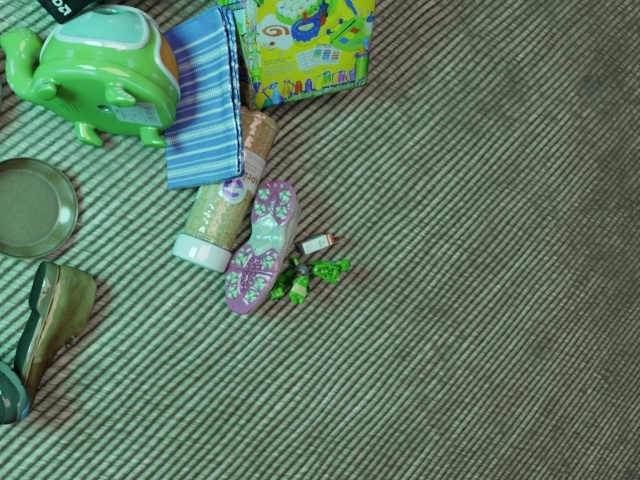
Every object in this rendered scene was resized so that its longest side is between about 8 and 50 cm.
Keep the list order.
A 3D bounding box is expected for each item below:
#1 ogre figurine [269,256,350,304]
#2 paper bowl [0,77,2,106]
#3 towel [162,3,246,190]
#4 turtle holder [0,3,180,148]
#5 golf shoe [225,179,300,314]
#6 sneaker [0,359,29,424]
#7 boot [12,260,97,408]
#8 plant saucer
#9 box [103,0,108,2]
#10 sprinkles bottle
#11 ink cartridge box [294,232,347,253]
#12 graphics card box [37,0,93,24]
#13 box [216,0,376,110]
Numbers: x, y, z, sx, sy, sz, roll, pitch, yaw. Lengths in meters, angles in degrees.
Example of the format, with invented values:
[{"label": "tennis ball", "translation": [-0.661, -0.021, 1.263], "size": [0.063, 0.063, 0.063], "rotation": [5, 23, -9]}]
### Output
[{"label": "ogre figurine", "translation": [-0.037, 0.084, 1.213], "size": [0.197, 0.118, 0.097], "rotation": [-41, 108, -15]}, {"label": "paper bowl", "translation": [-0.741, -0.293, 0.926], "size": [0.284, 0.148, 0.284], "rotation": [0, 90, -20]}, {"label": "towel", "translation": [-0.257, -0.283, 1.072], "size": [0.040, 0.243, 0.336], "rotation": [-7, 93, -52]}, {"label": "turtle holder", "translation": [-0.430, -0.324, 1.023], "size": [0.243, 0.320, 0.227], "rotation": [37, 55, -60]}, {"label": "golf shoe", "translation": [-0.115, 0.024, 1.171], "size": [0.115, 0.140, 0.306], "rotation": [19, 82, 18]}, {"label": "sneaker", "translation": [-0.685, 0.248, 0.910], "size": [0.341, 0.140, 0.125], "rotation": [27, 113, -2]}, {"label": "boot", "translation": [-0.532, 0.200, 1.035], "size": [0.115, 0.112, 0.305], "rotation": [18, 88, -41]}, {"label": "plant saucer", "translation": [-0.576, -0.063, 1.013], "size": [0.198, 0.036, 0.199], "rotation": [-6, 98, -51]}, {"label": "box", "translation": [-0.437, -0.593, 1.098], "size": [0.105, 0.043, 0.179], "rotation": [38, 75, -17]}, {"label": "sprinkles bottle", "translation": [-0.205, -0.112, 1.146], "size": [0.121, 0.121, 0.355], "rotation": [23, 81, -20]}, {"label": "ink cartridge box", "translation": [0.000, 0.000, 1.256], "size": [0.115, 0.063, 0.029], "rotation": [-22, 100, -20]}, {"label": "graphics card box", "translation": [-0.381, -0.579, 0.955], "size": [0.371, 0.233, 0.094], "rotation": [-35, 146, -2]}, {"label": "box", "translation": [-0.052, -0.465, 1.104], "size": [0.290, 0.177, 0.279], "rotation": [-17, 138, -21]}]
